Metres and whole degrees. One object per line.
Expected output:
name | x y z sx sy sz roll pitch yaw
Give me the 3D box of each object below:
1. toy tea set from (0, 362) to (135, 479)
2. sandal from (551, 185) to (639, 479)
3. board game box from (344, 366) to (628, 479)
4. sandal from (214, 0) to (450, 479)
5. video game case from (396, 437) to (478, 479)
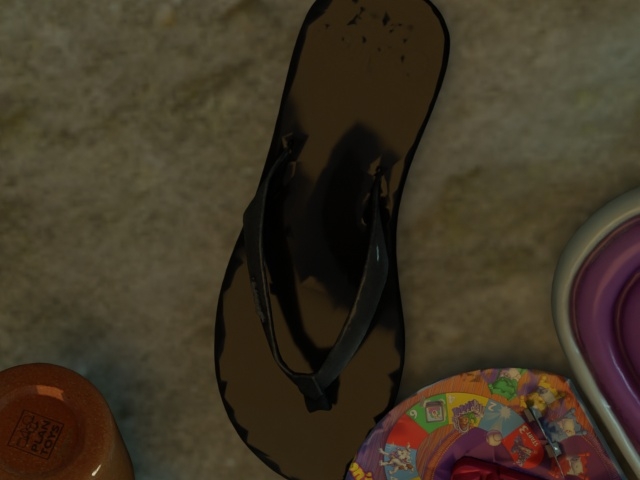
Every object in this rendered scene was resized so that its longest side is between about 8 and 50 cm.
toy tea set | -0.240 0.079 0.746 0.200 0.124 0.336 -34 71 -23
sandal | 0.253 0.155 0.659 0.416 0.102 0.169 46 105 2
board game box | 0.088 0.147 0.701 0.133 0.033 0.168 -29 94 11
sandal | -0.001 -0.001 0.712 0.097 0.054 0.254 9 101 9
video game case | 0.062 0.236 0.754 0.193 0.023 0.212 -39 90 14
